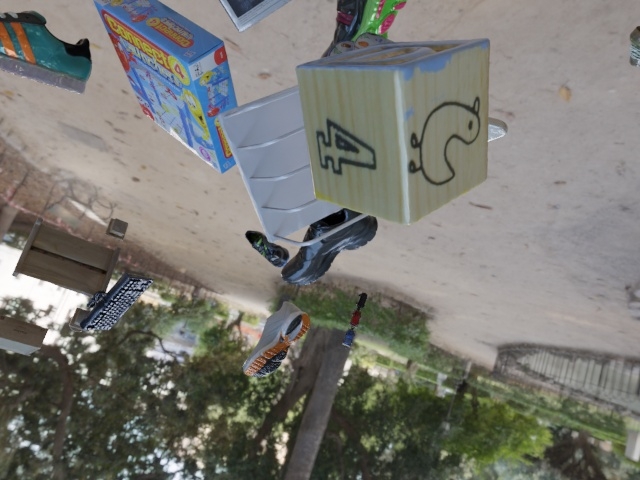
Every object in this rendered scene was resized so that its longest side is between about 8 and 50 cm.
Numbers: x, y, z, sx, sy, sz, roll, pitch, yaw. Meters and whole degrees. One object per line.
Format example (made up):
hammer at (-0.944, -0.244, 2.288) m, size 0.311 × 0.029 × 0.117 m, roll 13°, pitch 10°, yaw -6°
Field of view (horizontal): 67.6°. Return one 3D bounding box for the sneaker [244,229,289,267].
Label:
sneaker at (-0.168, 0.024, 1.468) m, size 0.188 × 0.067 × 0.078 m, roll 35°, pitch -173°, yaw 35°

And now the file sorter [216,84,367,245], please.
file sorter at (-0.039, -0.152, 0.927) m, size 0.173 × 0.193 × 0.277 m, roll 12°, pitch 126°, yaw 62°

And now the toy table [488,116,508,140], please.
toy table at (0.286, -0.271, 1.124) m, size 0.161 × 0.274 × 0.252 m, roll 41°, pitch 156°, yaw -27°

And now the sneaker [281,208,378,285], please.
sneaker at (0.000, 0.000, 1.208) m, size 0.130 × 0.286 × 0.109 m, roll 42°, pitch -164°, yaw -35°

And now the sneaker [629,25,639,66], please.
sneaker at (0.780, -0.455, 1.147) m, size 0.192 × 0.064 × 0.086 m, roll -12°, pitch 150°, yaw -33°

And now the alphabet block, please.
alphabet block at (0.103, -0.161, 0.669) m, size 0.193 × 0.192 × 0.197 m, roll 23°, pitch 132°, yaw 46°

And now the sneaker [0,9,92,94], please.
sneaker at (-0.574, -0.371, 0.866) m, size 0.108 × 0.121 × 0.302 m, roll 22°, pitch -172°, yaw 43°

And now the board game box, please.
board game box at (-0.308, -0.339, 1.028) m, size 0.308 × 0.086 × 0.302 m, roll 37°, pitch 156°, yaw 23°

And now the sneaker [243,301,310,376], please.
sneaker at (-0.149, 0.306, 1.493) m, size 0.099 × 0.262 × 0.121 m, roll 46°, pitch 176°, yaw -41°

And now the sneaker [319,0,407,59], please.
sneaker at (0.133, -0.754, 1.617) m, size 0.185 × 0.202 × 0.483 m, roll -8°, pitch 154°, yaw -35°

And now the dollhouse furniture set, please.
dollhouse furniture set at (-0.678, 0.073, 1.134) m, size 0.303 × 0.355 × 0.174 m, roll 27°, pitch 148°, yaw -31°

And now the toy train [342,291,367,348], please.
toy train at (0.093, 0.212, 1.275) m, size 0.027 × 0.158 × 0.036 m, roll 21°, pitch 166°, yaw 0°

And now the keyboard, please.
keyboard at (-0.461, 0.139, 1.060) m, size 0.108 × 0.180 × 0.023 m, roll 23°, pitch -153°, yaw -54°

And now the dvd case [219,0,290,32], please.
dvd case at (-0.093, -0.426, 0.664) m, size 0.029 × 0.179 × 0.238 m, roll 62°, pitch -174°, yaw 24°

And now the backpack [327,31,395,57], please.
backpack at (0.134, -0.462, 1.377) m, size 0.264 × 0.276 × 0.213 m, roll 19°, pitch 134°, yaw 3°
